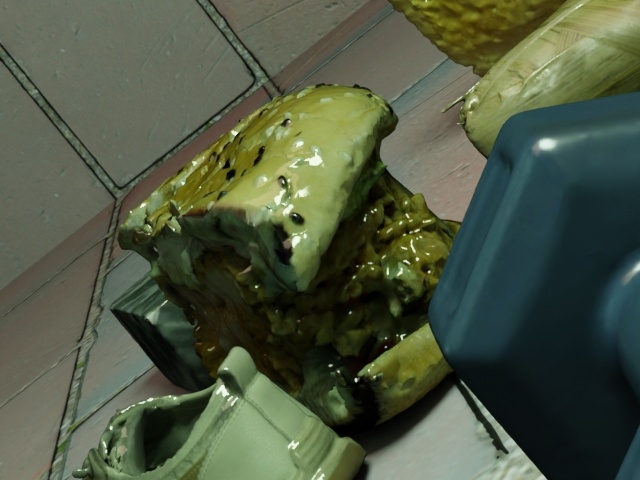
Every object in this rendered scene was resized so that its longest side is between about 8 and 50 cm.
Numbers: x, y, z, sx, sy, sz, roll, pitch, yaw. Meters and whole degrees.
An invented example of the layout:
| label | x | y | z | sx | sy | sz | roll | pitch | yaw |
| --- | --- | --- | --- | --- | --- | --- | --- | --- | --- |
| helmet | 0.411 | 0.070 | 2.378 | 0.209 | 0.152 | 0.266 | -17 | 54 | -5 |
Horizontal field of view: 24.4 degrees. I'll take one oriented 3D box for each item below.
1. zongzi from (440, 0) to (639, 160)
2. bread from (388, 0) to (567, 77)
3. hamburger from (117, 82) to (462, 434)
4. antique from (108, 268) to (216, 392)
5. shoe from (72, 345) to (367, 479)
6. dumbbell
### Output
| label | x | y | z | sx | sy | sz | roll | pitch | yaw |
| --- | --- | --- | --- | --- | --- | --- | --- | --- | --- |
| zongzi | 0.196 | -0.101 | 0.916 | 0.194 | 0.099 | 0.197 | -42 | 23 | -5 |
| bread | 0.197 | -0.226 | 1.208 | 0.262 | 0.163 | 0.204 | -19 | -6 | -42 |
| hamburger | 0.000 | 0.000 | 0.907 | 0.192 | 0.168 | 0.288 | -45 | 13 | -20 |
| antique | -0.097 | 0.060 | 1.168 | 0.088 | 0.086 | 0.183 | -40 | 12 | -14 |
| shoe | -0.098 | 0.145 | 0.839 | 0.275 | 0.098 | 0.103 | -31 | 10 | 35 |
| dumbbell | 0.123 | 0.047 | 0.403 | 0.144 | 0.160 | 0.325 | -38 | 11 | 5 |
